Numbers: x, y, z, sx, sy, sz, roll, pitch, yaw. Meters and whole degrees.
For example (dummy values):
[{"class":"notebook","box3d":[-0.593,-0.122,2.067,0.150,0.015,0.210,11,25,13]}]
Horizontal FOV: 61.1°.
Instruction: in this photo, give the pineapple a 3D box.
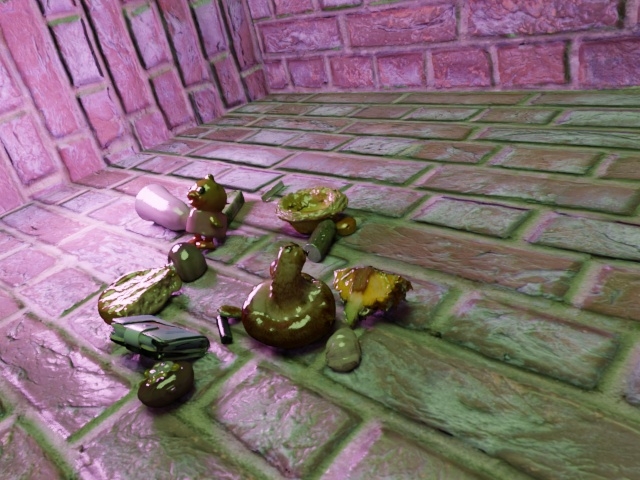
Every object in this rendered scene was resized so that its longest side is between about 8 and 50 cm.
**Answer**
[{"class":"pineapple","box3d":[0.147,0.166,1.470,0.250,0.140,0.164,-8,66,44]}]

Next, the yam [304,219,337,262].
[{"class":"yam","box3d":[0.000,0.000,1.852,0.078,0.078,0.179,0,34,25]}]

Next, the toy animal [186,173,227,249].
[{"class":"toy animal","box3d":[-0.431,-0.113,2.072,0.195,0.281,0.169,9,15,38]}]

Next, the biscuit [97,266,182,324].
[{"class":"biscuit","box3d":[-0.600,0.182,1.772,0.213,0.091,0.274,11,38,34]}]

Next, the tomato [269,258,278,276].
[{"class":"tomato","box3d":[-0.120,0.097,1.721,0.087,0.087,0.075,-10,67,8]}]

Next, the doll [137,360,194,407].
[{"class":"doll","box3d":[-0.403,0.354,1.363,0.188,0.096,0.145,-5,19,38]}]

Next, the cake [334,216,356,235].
[{"class":"cake","box3d":[0.088,-0.052,1.941,0.084,0.044,0.084,-12,25,6]}]

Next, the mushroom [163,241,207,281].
[{"class":"mushroom","box3d":[-0.486,0.067,1.930,0.141,0.117,0.188,-17,21,-31]}]

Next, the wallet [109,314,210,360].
[{"class":"wallet","box3d":[-0.452,0.270,1.509,0.250,0.075,0.176,10,2,37]}]

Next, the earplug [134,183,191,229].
[{"class":"earplug","box3d":[-0.642,-0.120,2.304,0.172,0.172,0.301,-32,38,-31]}]

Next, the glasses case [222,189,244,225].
[{"class":"glasses case","box3d":[-0.408,-0.127,2.294,0.095,0.062,0.272,-6,28,14]}]

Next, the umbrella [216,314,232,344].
[{"class":"umbrella","box3d":[-0.275,0.253,1.554,0.036,0.031,0.133,5,21,-20]}]

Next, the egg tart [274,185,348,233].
[{"class":"egg tart","box3d":[-0.027,-0.110,2.023,0.288,0.118,0.288,-12,24,5]}]

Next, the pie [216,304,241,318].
[{"class":"pie","box3d":[-0.267,0.210,1.608,0.084,0.020,0.084,11,9,-2]}]

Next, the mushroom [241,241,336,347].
[{"class":"mushroom","box3d":[-0.102,0.165,1.476,0.267,0.254,0.267,-34,9,6]}]

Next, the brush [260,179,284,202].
[{"class":"brush","box3d":[-0.218,-0.219,2.409,0.030,0.033,0.178,-3,29,34]}]

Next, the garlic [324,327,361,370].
[{"class":"garlic","box3d":[0.055,0.265,1.331,0.094,0.074,0.113,-4,43,-1]}]
